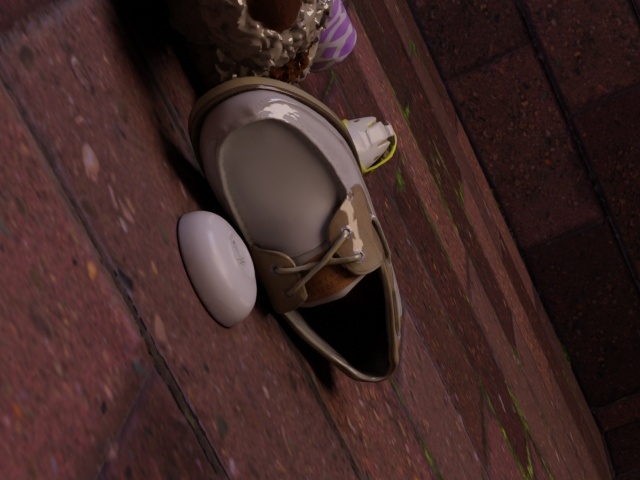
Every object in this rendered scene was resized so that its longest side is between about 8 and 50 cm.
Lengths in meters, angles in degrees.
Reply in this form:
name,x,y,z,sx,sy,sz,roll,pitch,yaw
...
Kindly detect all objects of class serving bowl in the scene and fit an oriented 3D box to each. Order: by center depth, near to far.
name,x,y,z,sx,sy,sz,roll,pitch,yaw
serving bowl,-0.065,0.015,0.855,0.083,0.027,0.083,60,14,-25

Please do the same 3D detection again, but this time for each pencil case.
name,x,y,z,sx,sy,sz,roll,pitch,yaw
pencil case,-0.035,-0.274,1.374,0.088,0.086,0.206,41,-10,43

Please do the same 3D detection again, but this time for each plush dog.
name,x,y,z,sx,sy,sz,roll,pitch,yaw
plush dog,-0.064,-0.203,1.000,0.225,0.210,0.262,74,32,-48

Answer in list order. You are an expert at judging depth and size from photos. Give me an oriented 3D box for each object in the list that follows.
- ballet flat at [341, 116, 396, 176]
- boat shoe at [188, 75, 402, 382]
name,x,y,z,sx,sy,sz,roll,pitch,yaw
ballet flat,0.042,-0.107,1.394,0.231,0.077,0.077,-22,90,-77
boat shoe,0.000,0.000,0.956,0.302,0.113,0.103,54,12,-48
